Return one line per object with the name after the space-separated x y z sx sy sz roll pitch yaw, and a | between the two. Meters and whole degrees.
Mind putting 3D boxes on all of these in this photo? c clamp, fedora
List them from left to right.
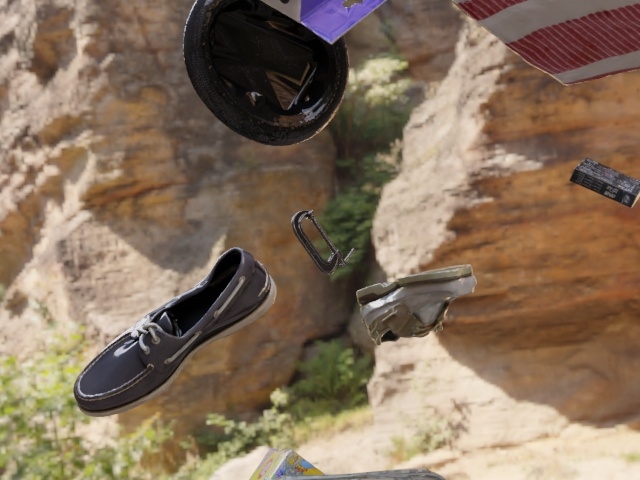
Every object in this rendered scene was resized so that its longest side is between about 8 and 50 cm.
-0.115 -0.331 1.691 0.334 0.334 0.152 -5 10 -30 | fedora
0.000 0.000 1.850 0.022 0.161 0.137 -25 22 33 | c clamp

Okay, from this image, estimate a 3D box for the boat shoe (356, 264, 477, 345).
0.163 0.108 1.523 0.113 0.103 0.302 -8 -8 -24 | boat shoe

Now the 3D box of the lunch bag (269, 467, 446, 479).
0.047 0.462 1.425 0.305 0.213 0.256 -2 -13 -10 | lunch bag

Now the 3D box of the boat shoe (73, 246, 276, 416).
-0.137 0.076 0.817 0.206 0.075 0.065 -34 -39 -7 | boat shoe

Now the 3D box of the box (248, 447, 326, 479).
-0.049 0.589 1.734 0.279 0.290 0.177 39 -19 -6 | box

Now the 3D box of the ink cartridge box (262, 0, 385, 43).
-0.015 -0.343 1.120 0.206 0.208 0.045 -48 -13 -42 | ink cartridge box

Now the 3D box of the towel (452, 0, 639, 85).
0.232 -0.227 0.831 0.237 0.037 0.329 -5 -21 45 | towel

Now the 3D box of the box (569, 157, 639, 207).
0.363 -0.074 1.168 0.083 0.018 0.067 27 28 18 | box
